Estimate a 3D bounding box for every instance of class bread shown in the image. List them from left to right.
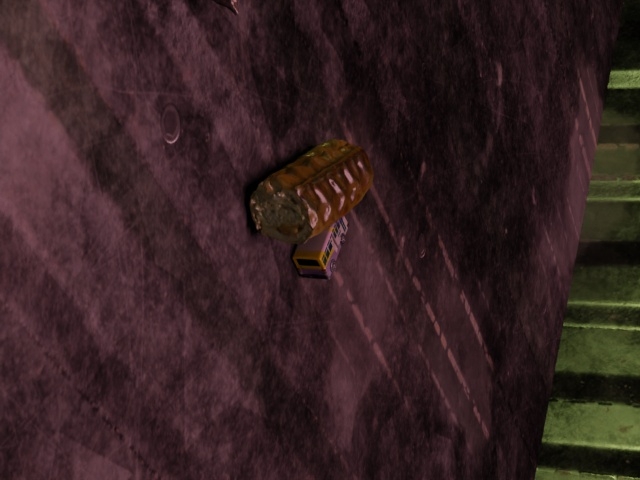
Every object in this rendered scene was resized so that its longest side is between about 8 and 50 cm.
[{"bbox_3d":[-0.004,-0.072,1.802,0.269,0.098,0.087,-39,145,-61],"label":"bread"}]

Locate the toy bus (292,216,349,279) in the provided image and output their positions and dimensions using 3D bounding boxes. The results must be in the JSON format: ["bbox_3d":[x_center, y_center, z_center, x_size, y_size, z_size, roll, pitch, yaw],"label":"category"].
[{"bbox_3d":[0.000,0.000,1.868,0.058,0.052,0.102,64,38,-47],"label":"toy bus"}]

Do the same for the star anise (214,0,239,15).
[{"bbox_3d":[-0.127,-0.390,1.520,0.262,0.081,0.230,75,27,-56],"label":"star anise"}]
